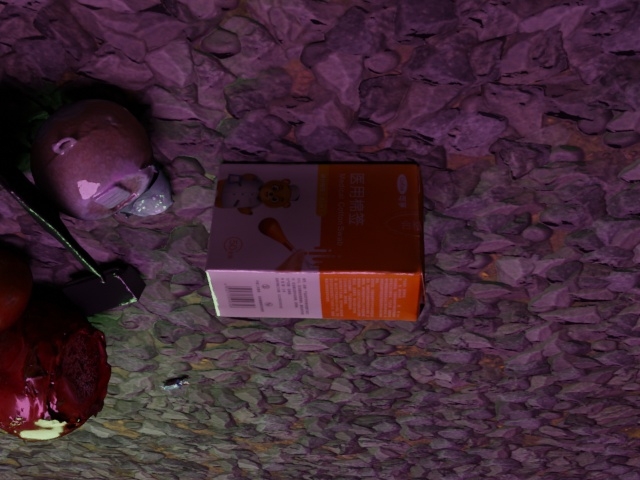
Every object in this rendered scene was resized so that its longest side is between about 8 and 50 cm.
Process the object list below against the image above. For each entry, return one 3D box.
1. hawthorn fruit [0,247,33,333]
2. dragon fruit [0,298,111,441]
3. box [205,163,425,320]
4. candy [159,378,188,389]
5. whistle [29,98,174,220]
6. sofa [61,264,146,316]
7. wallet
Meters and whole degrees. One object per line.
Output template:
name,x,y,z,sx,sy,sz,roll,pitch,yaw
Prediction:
hawthorn fruit,-0.632,0.103,1.644,0.169,0.188,0.169,-5,141,-4
dragon fruit,-0.584,0.257,1.794,0.301,0.296,0.296,23,157,29
box,0.000,0.000,1.416,0.341,0.225,0.143,1,145,2
candy,-0.361,0.356,2.159,0.083,0.020,0.030,-20,139,30
whistle,-0.330,-0.114,1.360,0.189,0.189,0.348,-5,168,10
sofa,-0.429,0.089,1.739,0.147,0.060,0.085,-17,125,26
wallet,-0.455,-0.083,1.305,0.041,0.323,0.247,-43,144,-8
